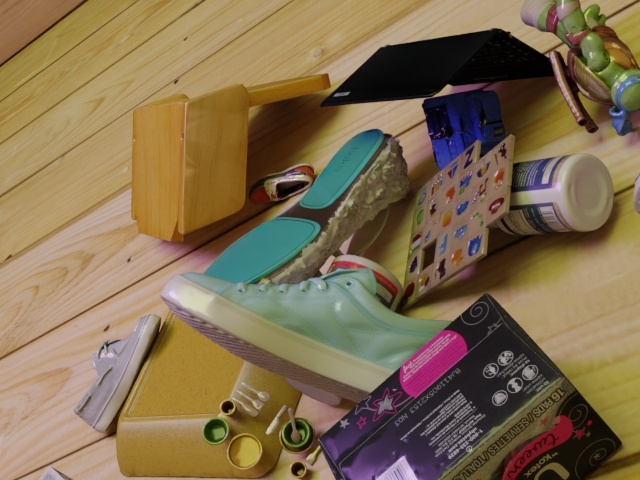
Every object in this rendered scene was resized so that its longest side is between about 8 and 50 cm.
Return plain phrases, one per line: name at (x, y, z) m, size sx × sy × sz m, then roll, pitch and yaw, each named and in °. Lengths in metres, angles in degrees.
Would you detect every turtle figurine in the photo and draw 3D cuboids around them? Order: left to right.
turtle figurine at (0.393, -0.296, 1.209) m, size 0.198 × 0.274 × 0.266 m, roll -10°, pitch 29°, yaw -9°

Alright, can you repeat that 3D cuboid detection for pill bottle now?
pill bottle at (0.027, 0.119, 1.223) m, size 0.108 × 0.108 × 0.180 m, roll 0°, pitch 53°, yaw 47°
pill bottle at (0.271, -0.054, 1.154) m, size 0.169 × 0.094 × 0.094 m, roll -4°, pitch 50°, yaw 55°

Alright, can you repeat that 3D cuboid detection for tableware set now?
tableware set at (-0.075, 0.255, 1.196) m, size 0.154 × 0.024 × 0.104 m, roll 30°, pitch 74°, yaw 22°

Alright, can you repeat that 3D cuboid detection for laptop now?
laptop at (0.183, -0.224, 1.349) m, size 0.234 × 0.264 × 0.136 m, roll 6°, pitch 81°, yaw 50°

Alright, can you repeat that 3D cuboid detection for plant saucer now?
plant saucer at (-0.161, 0.186, 1.386) m, size 0.333 × 0.081 × 0.333 m, roll -13°, pitch 45°, yaw 41°

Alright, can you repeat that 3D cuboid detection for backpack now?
backpack at (0.207, -0.151, 1.309) m, size 0.101 × 0.120 × 0.098 m, roll -3°, pitch 10°, yaw 45°

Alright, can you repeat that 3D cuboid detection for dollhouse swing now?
dollhouse swing at (-0.168, -0.163, 1.750) m, size 0.347 × 0.305 × 0.315 m, roll 10°, pitch 99°, yaw 63°

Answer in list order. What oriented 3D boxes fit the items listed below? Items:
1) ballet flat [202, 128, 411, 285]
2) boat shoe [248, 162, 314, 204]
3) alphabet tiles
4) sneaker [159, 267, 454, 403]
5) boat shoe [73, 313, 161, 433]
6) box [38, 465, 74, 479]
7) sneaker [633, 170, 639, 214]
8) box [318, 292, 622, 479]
ballet flat at (0.000, 0.000, 1.319) m, size 0.409 × 0.147 × 0.147 m, roll -44°, pitch 30°, yaw -26°
boat shoe at (-0.070, -0.092, 1.623) m, size 0.137 × 0.049 × 0.043 m, roll -22°, pitch 41°, yaw 24°
alphabet tiles at (0.178, -0.035, 1.209) m, size 0.237 × 0.009 × 0.198 m, roll -42°, pitch 31°, yaw 54°
sneaker at (-0.005, 0.092, 1.114) m, size 0.135 × 0.366 × 0.150 m, roll 111°, pitch -179°, yaw -71°
boat shoe at (-0.331, 0.205, 1.478) m, size 0.227 × 0.081 × 0.079 m, roll -60°, pitch 2°, yaw 17°
box at (-0.333, 0.417, 1.332) m, size 0.324 × 0.063 × 0.067 m, roll 12°, pitch 64°, yaw 53°
sneaker at (0.419, -0.148, 0.986) m, size 0.282 × 0.102 × 0.161 m, roll 108°, pitch 173°, yaw -54°
box at (0.151, 0.211, 0.958) m, size 0.247 × 0.142 × 0.163 m, roll -42°, pitch 34°, yaw 6°
